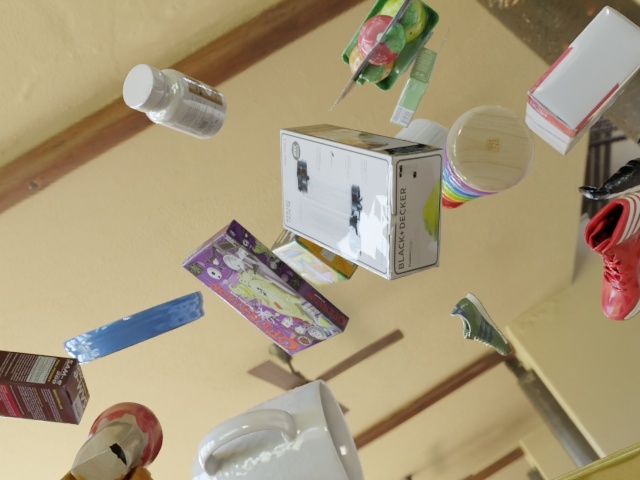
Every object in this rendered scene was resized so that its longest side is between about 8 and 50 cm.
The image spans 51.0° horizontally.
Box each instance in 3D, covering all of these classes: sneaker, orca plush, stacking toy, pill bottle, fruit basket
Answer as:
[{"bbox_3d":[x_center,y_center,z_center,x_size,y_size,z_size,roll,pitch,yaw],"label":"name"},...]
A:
[{"bbox_3d":[0.411,0.235,1.745,0.086,0.192,0.064,-36,4,-7],"label":"sneaker"},{"bbox_3d":[0.675,-0.159,1.413,0.287,0.102,0.151,-18,-14,-2],"label":"orca plush"},{"bbox_3d":[0.430,0.027,0.999,0.128,0.087,0.221,-8,-65,-24],"label":"sneaker"},{"bbox_3d":[0.256,-0.123,1.199,0.141,0.141,0.330,-27,-5,-8],"label":"stacking toy"},{"bbox_3d":[-0.341,-0.329,1.583,0.131,0.131,0.229,-46,-30,20],"label":"pill bottle"},{"bbox_3d":[0.162,-0.471,1.620,0.165,0.353,0.327,34,-62,-6],"label":"fruit basket"}]

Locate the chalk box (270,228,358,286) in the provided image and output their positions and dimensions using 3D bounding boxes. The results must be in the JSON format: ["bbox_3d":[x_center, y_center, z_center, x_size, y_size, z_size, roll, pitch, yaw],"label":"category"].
[{"bbox_3d":[0.000,0.000,1.786,0.180,0.179,0.289,-57,12,-17],"label":"chalk box"}]

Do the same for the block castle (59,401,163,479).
[{"bbox_3d":[-0.175,0.436,0.730,0.303,0.453,0.213,-44,0,-8],"label":"block castle"}]

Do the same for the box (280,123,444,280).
[{"bbox_3d":[0.049,-0.068,0.972,0.087,0.290,0.169,-12,-70,-29],"label":"box"}]

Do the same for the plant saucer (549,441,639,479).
[{"bbox_3d":[0.371,0.356,0.883,0.333,0.081,0.333,-34,-17,23],"label":"plant saucer"}]

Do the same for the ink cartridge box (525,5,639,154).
[{"bbox_3d":[0.551,-0.320,1.408,0.226,0.131,0.306,-49,-11,8],"label":"ink cartridge box"}]

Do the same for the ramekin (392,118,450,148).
[{"bbox_3d":[0.342,-0.254,2.120,0.135,0.277,0.277,-48,-31,-13],"label":"ramekin"}]

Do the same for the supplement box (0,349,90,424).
[{"bbox_3d":[-0.574,0.274,1.269,0.240,0.073,0.130,6,-47,2],"label":"supplement box"}]

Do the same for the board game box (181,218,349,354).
[{"bbox_3d":[-0.126,0.116,1.510,0.347,0.056,0.208,41,-39,-15],"label":"board game box"}]

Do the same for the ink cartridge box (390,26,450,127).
[{"bbox_3d":[0.256,-0.426,1.717,0.056,0.235,0.171,21,-32,0],"label":"ink cartridge box"}]

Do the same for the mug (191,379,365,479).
[{"bbox_3d":[-0.116,0.468,1.450,0.328,0.276,0.374,-23,-40,5],"label":"mug"}]

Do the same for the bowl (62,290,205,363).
[{"bbox_3d":[-0.503,0.243,1.851,0.391,0.077,0.391,-21,-2,-1],"label":"bowl"}]
